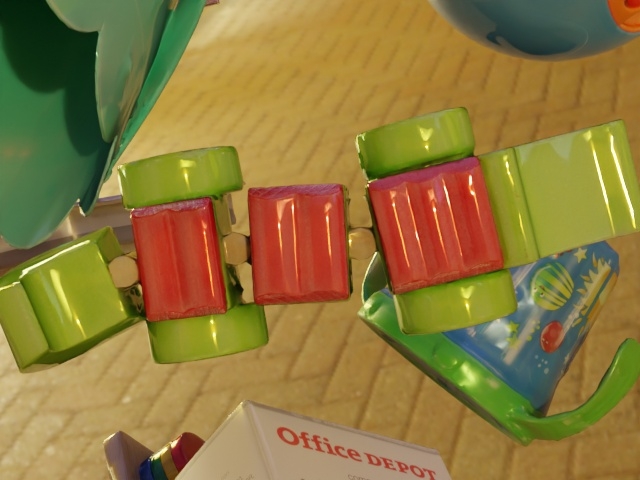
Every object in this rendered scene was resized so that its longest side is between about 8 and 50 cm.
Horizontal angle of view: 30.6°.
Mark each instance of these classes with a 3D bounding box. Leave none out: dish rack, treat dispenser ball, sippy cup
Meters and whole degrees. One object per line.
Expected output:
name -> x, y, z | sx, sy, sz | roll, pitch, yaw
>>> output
dish rack -> -0.263, 0.011, 1.181 | 0.332, 0.072, 0.285 | -11, 2, 34
treat dispenser ball -> 0.212, -0.306, 1.058 | 0.288, 0.288, 0.288 | -15, 21, 6
sippy cup -> 0.197, 0.065, 1.268 | 0.224, 0.305, 0.240 | -51, -8, -4

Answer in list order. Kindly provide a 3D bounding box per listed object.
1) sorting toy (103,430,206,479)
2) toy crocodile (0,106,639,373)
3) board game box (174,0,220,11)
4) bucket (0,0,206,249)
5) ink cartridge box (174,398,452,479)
sorting toy -> -0.108, 0.343, 1.302 | 0.089, 0.255, 0.257 | -37, 40, 11
toy crocodile -> 0.000, 0.000, 0.610 | 0.340, 0.115, 0.105 | -9, 2, 1
board game box -> -0.138, -0.364, 0.944 | 0.056, 0.347, 0.208 | -13, 15, -4
bucket -> -0.175, -0.150, 0.491 | 0.281, 0.281, 0.183 | -4, 49, 32
ink cartridge box -> 0.023, 0.204, 0.621 | 0.092, 0.158, 0.218 | -52, 39, 22
